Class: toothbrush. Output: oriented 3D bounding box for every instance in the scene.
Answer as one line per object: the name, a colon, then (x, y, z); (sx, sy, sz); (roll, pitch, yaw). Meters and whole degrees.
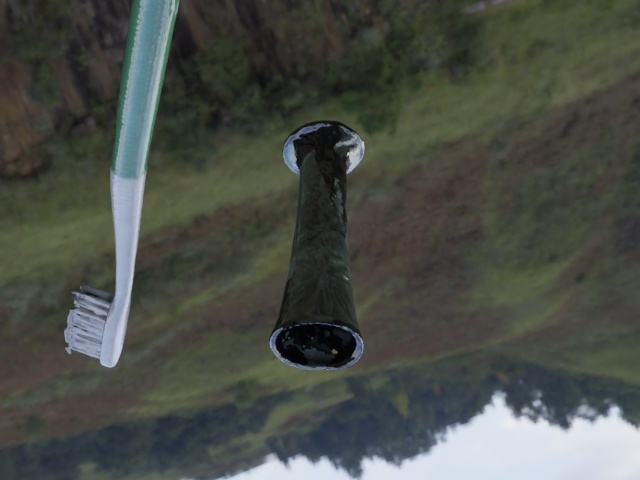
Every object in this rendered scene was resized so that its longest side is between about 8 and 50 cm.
toothbrush: (-0.061, -0.039, 0.368); (0.018, 0.024, 0.257); (-73, -177, -46)

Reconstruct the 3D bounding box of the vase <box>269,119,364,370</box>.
vase: (0.000, 0.000, 0.728); (0.059, 0.059, 0.167); (-17, -131, 23)
